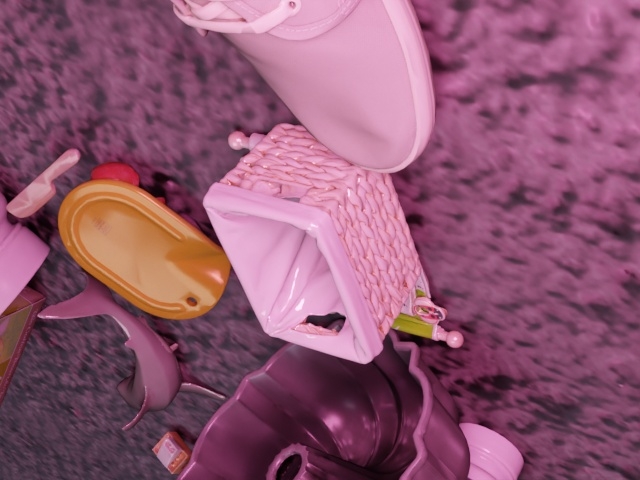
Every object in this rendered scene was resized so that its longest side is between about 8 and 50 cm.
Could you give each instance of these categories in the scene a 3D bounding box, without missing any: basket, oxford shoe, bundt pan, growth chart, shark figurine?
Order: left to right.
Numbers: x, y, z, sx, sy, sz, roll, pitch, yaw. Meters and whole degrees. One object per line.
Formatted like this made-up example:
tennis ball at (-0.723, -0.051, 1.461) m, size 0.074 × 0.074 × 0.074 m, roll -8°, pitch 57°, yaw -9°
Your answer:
shark figurine at (-0.221, 0.160, 1.543) m, size 0.166 × 0.116 × 0.278 m, roll 20°, pitch 150°, yaw 22°
oxford shoe at (-0.069, -0.195, 0.824) m, size 0.169 × 0.130 × 0.449 m, roll 4°, pitch 141°, yaw 40°
basket at (0.000, 0.000, 1.034) m, size 0.113 × 0.103 × 0.167 m, roll 14°, pitch 143°, yaw 33°
bundt pan at (0.008, 0.243, 1.219) m, size 0.124 × 0.331 × 0.331 m, roll 42°, pitch 152°, yaw -29°
growth chart at (0.019, -0.001, 1.138) m, size 0.172 × 0.021 × 0.237 m, roll 9°, pitch 141°, yaw 37°

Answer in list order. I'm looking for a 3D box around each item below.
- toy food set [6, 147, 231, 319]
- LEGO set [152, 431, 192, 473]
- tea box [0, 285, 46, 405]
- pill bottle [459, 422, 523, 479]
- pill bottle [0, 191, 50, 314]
toy food set at (-0.182, -0.018, 1.285) m, size 0.218 × 0.071 × 0.128 m, roll 38°, pitch 128°, yaw -11°
LEGO set at (-0.093, 0.337, 1.731) m, size 0.287 × 0.107 × 0.132 m, roll 13°, pitch 111°, yaw 41°
tea box at (-0.569, 0.112, 1.560) m, size 0.329 × 0.323 × 0.220 m, roll 29°, pitch 108°, yaw 11°
pill bottle at (0.127, 0.275, 1.281) m, size 0.108 × 0.180 × 0.108 m, roll 25°, pitch 151°, yaw 15°
pill bottle at (-0.448, -0.030, 1.429) m, size 0.283 × 0.160 × 0.160 m, roll 41°, pitch 151°, yaw -13°
